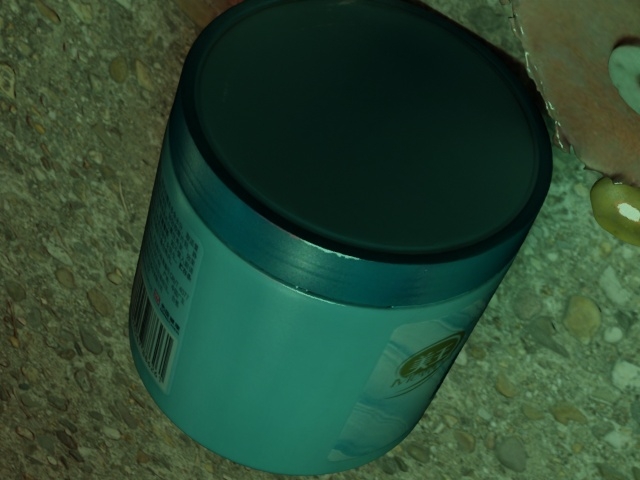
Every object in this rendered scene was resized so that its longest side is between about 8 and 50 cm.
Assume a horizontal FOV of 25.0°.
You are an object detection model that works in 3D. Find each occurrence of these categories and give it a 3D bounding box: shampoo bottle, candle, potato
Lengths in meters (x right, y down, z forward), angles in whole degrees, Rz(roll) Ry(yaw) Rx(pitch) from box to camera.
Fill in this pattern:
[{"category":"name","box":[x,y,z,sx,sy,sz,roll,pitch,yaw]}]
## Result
[{"category":"shampoo bottle","box":[0.000,0.000,1.345,0.331,0.331,0.342,33,138,10]},{"category":"candle","box":[0.282,-0.148,1.146,0.317,0.131,0.287,46,157,16]},{"category":"potato","box":[0.284,-0.027,1.309,0.083,0.062,0.068,53,176,32]}]
